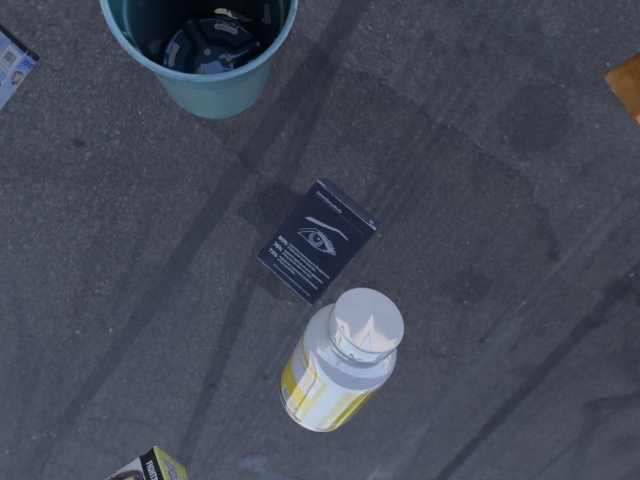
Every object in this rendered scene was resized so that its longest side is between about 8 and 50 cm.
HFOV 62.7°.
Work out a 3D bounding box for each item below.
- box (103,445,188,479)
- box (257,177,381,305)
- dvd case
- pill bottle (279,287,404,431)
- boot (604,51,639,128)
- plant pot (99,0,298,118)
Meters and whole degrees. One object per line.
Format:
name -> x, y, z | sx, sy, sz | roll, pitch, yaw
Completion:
box -> -0.191, 0.250, 0.359 | 0.232, 0.087, 0.058 | -32, 138, -9
box -> 0.000, 0.000, 1.063 | 0.153, 0.108, 0.207 | 42, 104, 5
dvd case -> -0.520, -0.198, 0.755 | 0.253, 0.180, 0.022 | -52, 147, 1
pill bottle -> 0.022, 0.133, 0.583 | 0.103, 0.103, 0.184 | 7, 140, -16
boot -> 0.405, -0.241, 0.555 | 0.096, 0.280, 0.264 | -40, 86, -7
plant pot -> -0.226, -0.422, 1.068 | 0.340, 0.334, 0.342 | 1, 85, -6
